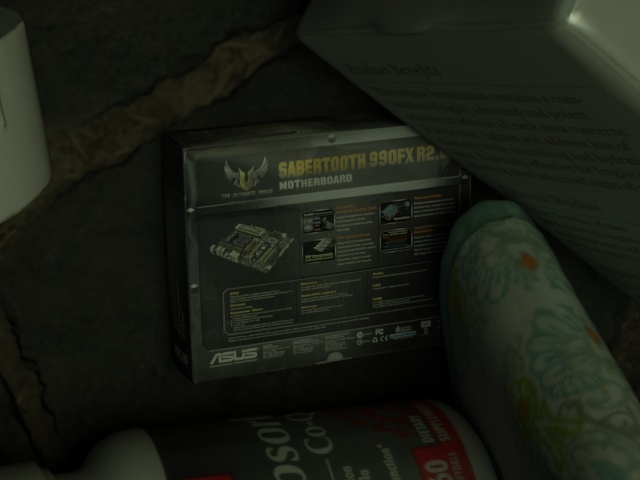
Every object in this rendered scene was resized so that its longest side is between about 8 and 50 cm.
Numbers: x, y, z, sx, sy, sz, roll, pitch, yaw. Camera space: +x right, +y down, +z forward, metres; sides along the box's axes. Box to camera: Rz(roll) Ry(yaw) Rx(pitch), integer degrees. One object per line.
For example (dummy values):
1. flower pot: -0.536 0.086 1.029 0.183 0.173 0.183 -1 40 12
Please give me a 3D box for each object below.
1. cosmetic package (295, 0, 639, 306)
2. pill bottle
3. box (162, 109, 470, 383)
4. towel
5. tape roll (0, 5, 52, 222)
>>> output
1. cosmetic package: 0.270 -0.161 1.025 0.393 0.329 0.327 35 80 -26
2. pill bottle: -0.062 0.235 1.115 0.363 0.210 0.210 -4 107 -20
3. box: 0.000 0.000 1.151 0.231 0.056 0.183 -8 108 -19
4. towel: 0.186 0.199 1.100 0.090 0.320 0.374 -18 129 -7
5. tape roll: -0.304 -0.061 0.890 0.286 0.286 0.100 -13 110 -17
